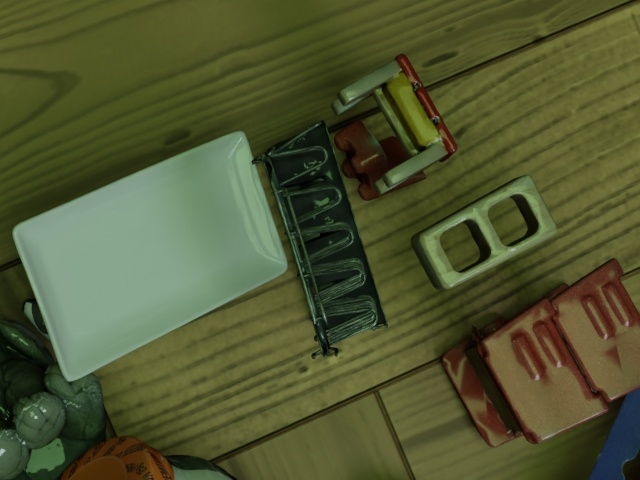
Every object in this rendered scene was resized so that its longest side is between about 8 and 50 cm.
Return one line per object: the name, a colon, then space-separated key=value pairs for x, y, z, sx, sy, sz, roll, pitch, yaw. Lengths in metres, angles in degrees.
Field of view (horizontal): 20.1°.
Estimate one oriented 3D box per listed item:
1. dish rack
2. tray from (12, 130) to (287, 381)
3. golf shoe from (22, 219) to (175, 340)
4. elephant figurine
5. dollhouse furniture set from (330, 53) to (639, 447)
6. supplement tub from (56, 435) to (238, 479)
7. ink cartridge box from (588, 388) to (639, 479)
dish rack: x=0.000 y=0.000 z=1.628 sx=0.074 sy=0.271 sz=0.208 roll=-18 pitch=93 yaw=2
tray: x=-0.152 y=0.009 z=1.621 sx=0.270 sy=0.030 sz=0.145 roll=-27 pitch=103 yaw=-38
golf shoe: x=-0.201 y=0.011 z=1.681 sx=0.094 sy=0.077 sz=0.198 roll=32 pitch=83 yaw=-8
elephant figurine: x=-0.304 y=0.127 z=1.631 sx=0.169 sy=0.239 sz=0.186 roll=-23 pitch=137 yaw=-36
dollhouse furniture set: x=0.156 y=0.003 z=1.694 sx=0.152 sy=0.201 sz=0.374 roll=-28 pitch=88 yaw=-9
supplement tub: x=-0.089 y=0.327 z=1.587 sx=0.338 sy=0.207 sz=0.207 roll=42 pitch=82 yaw=-29
ink cartridge box: x=0.402 y=0.248 z=1.664 sx=0.307 sy=0.072 sz=0.303 roll=22 pitch=67 yaw=14
